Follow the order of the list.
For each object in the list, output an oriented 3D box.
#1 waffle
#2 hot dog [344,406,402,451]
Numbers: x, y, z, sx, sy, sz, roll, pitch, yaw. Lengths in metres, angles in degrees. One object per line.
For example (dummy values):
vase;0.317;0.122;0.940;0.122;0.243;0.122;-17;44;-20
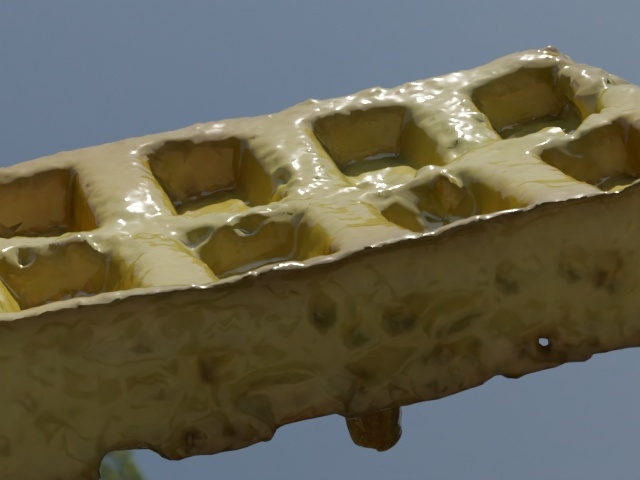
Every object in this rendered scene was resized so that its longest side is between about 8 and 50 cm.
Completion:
waffle;0.000;0.000;0.602;0.274;0.168;0.057;-13;-70;-10
hot dog;0.028;0.070;1.092;0.044;0.028;0.137;9;-42;15
